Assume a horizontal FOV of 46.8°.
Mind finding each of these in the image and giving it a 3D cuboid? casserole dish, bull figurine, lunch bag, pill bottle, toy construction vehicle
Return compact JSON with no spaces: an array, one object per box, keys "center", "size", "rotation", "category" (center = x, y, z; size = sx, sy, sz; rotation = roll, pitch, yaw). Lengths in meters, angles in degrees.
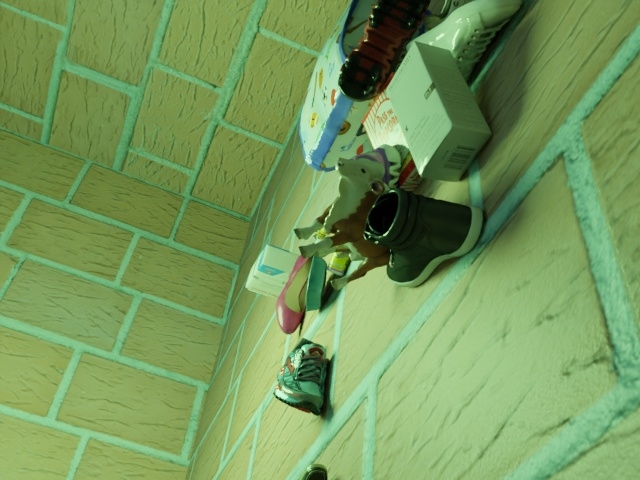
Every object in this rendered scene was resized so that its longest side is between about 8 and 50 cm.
[{"center":[-0.009,0.109,1.814],"size":[0.188,0.037,0.114],"rotation":[94,-172,-67],"category":"casserole dish"},{"center":[0.059,-0.023,1.288],"size":[0.189,0.310,0.101],"rotation":[-28,57,7],"category":"bull figurine"},{"center":[0.094,-0.384,1.801],"size":[0.327,0.239,0.385],"rotation":[-61,4,47],"category":"lunch bag"},{"center":[0.048,0.039,1.754],"size":[0.043,0.043,0.083],"rotation":[-139,70,-78],"category":"pill bottle"},{"center":[0.000,0.000,2.098],"size":[0.085,0.035,0.098],"rotation":[-63,10,-26],"category":"toy construction vehicle"}]

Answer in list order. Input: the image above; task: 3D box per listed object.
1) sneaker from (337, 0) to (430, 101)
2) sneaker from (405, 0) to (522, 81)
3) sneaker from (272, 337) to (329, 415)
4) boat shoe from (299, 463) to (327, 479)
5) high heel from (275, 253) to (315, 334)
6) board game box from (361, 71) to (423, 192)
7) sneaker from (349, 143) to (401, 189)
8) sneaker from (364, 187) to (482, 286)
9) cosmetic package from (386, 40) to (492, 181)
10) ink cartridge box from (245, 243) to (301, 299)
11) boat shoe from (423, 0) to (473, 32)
[{"center":[0.134,-0.399,1.497],"size":[0.276,0.098,0.135],"rotation":[-59,-11,6],"category":"sneaker"},{"center":[0.272,-0.352,1.341],"size":[0.290,0.106,0.123],"rotation":[-19,88,64],"category":"sneaker"},{"center":[-0.037,0.279,1.583],"size":[0.262,0.104,0.125],"rotation":[-128,61,-77],"category":"sneaker"},{"center":[-0.018,0.467,1.303],"size":[0.049,0.056,0.152],"rotation":[-116,38,-68],"category":"boat shoe"},{"center":[-0.053,0.138,2.019],"size":[0.117,0.082,0.244],"rotation":[-44,22,45],"category":"high heel"},{"center":[0.160,-0.208,1.448],"size":[0.146,0.045,0.193],"rotation":[-56,46,49],"category":"board game box"},{"center":[0.092,-0.068,1.439],"size":[0.095,0.105,0.236],"rotation":[19,112,59],"category":"sneaker"},{"center":[0.129,-0.008,1.193],"size":[0.296,0.147,0.104],"rotation":[134,152,-67],"category":"sneaker"},{"center":[0.196,-0.222,1.260],"size":[0.117,0.086,0.231],"rotation":[-59,35,40],"category":"cosmetic package"},{"center":[-0.134,0.101,2.257],"size":[0.190,0.140,0.082],"rotation":[130,157,-59],"category":"ink cartridge box"},{"center":[0.250,-0.427,1.490],"size":[0.098,0.096,0.277],"rotation":[-103,34,-68],"category":"boat shoe"}]
